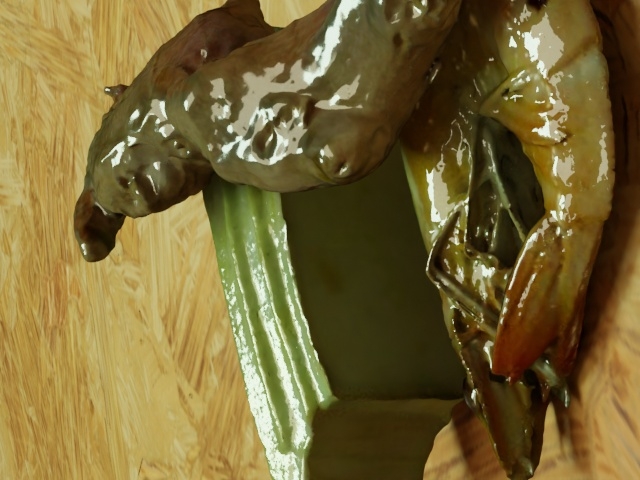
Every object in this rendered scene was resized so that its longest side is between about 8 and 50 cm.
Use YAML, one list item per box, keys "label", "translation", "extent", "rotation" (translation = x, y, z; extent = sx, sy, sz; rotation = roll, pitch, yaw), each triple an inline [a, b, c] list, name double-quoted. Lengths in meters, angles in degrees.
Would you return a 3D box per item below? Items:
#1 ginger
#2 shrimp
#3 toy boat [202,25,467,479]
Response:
- label: "ginger"
  translation: [-0.026, -0.070, 0.821]
  extent: [0.290, 0.084, 0.122]
  rotation: [-22, 40, 48]
- label: "shrimp"
  translation: [0.087, -0.019, 0.787]
  extent: [0.145, 0.061, 0.267]
  rotation: [10, 104, 56]
- label: "toy boat"
  translation: [0.003, -0.004, 0.907]
  extent: [0.084, 0.111, 0.276]
  rotation: [-38, 57, 49]
